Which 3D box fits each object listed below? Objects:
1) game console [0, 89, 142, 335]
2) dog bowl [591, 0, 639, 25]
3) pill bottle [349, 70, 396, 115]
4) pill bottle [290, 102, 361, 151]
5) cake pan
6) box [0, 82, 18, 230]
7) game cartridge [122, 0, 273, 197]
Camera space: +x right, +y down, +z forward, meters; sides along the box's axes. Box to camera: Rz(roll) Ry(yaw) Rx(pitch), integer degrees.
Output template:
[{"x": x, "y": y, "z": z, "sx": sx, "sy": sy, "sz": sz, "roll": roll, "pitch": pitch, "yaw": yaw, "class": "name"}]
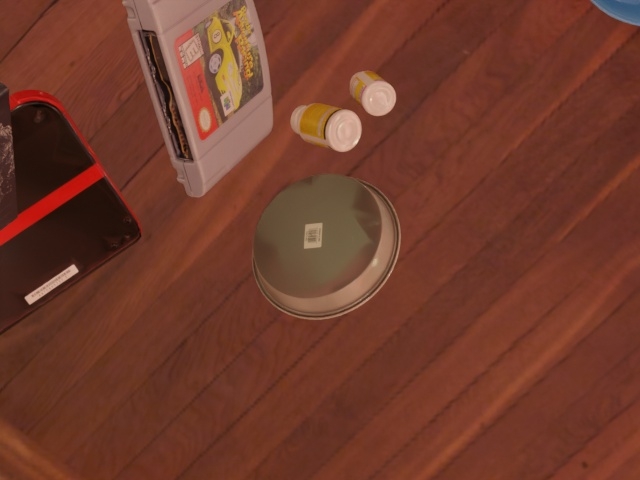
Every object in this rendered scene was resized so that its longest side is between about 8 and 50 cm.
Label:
[{"x": -0.545, "y": -0.035, "z": 1.638, "sx": 0.386, "sy": 0.060, "sz": 0.342, "roll": -36, "pitch": 122, "yaw": -13, "class": "game console"}, {"x": 0.265, "y": -0.285, "z": 0.608, "sx": 0.166, "sy": 0.074, "sz": 0.297, "roll": 13, "pitch": 127, "yaw": -20, "class": "dog bowl"}, {"x": 0.062, "y": -0.185, "z": 1.178, "sx": 0.043, "sy": 0.083, "sz": 0.043, "roll": -5, "pitch": 114, "yaw": -12, "class": "pill bottle"}, {"x": 0.005, "y": -0.177, "z": 1.463, "sx": 0.065, "sy": 0.116, "sz": 0.065, "roll": -13, "pitch": 112, "yaw": -34, "class": "pill bottle"}, {"x": 0.000, "y": 0.000, "z": 1.749, "sx": 0.293, "sy": 0.293, "sz": 0.054, "roll": -32, "pitch": 148, "yaw": 4, "class": "cake pan"}, {"x": -0.336, "y": -0.049, "z": 0.771, "sx": 0.093, "sy": 0.156, "sz": 0.158, "roll": 30, "pitch": 139, "yaw": 14, "class": "box"}, {"x": -0.145, "y": -0.228, "z": 1.228, "sx": 0.060, "sy": 0.196, "sz": 0.294, "roll": 8, "pitch": 130, "yaw": 27, "class": "game cartridge"}]
